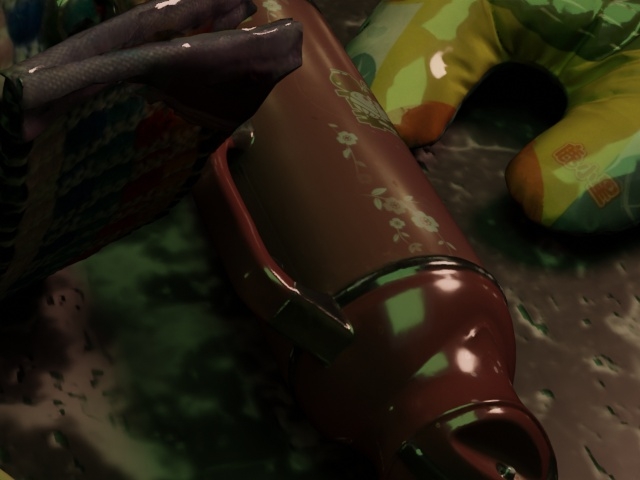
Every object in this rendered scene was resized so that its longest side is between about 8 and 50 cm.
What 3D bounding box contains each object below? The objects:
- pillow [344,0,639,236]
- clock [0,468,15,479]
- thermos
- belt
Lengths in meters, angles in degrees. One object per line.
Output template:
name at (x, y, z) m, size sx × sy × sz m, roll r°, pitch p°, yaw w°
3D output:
pillow at (0.134, -0.093, 0.884) m, size 0.233 × 0.086 × 0.214 m, roll 28°, pitch 56°, yaw 17°
clock at (-0.170, 0.217, 0.449) m, size 0.235 × 0.096 × 0.308 m, roll 37°, pitch 57°, yaw 26°
thermos at (0.008, -0.002, 0.712) m, size 0.109 × 0.136 × 0.330 m, roll -27°, pitch 48°, yaw -2°
belt at (-0.157, -0.079, 0.664) m, size 0.160 × 0.295 × 0.207 m, roll -33°, pitch 89°, yaw -38°
